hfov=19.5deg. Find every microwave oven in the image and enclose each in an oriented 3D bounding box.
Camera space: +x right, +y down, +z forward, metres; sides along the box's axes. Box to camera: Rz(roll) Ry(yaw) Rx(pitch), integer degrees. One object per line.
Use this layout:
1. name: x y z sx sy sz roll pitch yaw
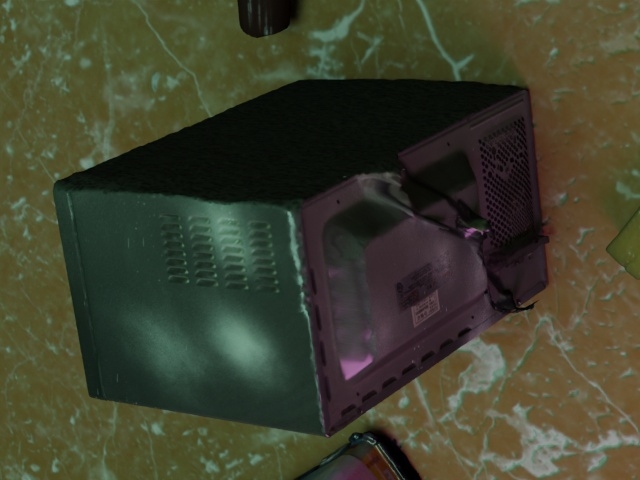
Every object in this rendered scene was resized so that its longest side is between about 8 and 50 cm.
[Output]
1. microwave oven: 0.000 0.000 1.933 0.374 0.432 0.236 6 112 35

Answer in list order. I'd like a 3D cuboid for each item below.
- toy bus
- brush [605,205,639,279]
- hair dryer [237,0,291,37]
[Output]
1. toy bus: -0.042 0.393 2.308 0.386 0.162 0.171 -36 86 41
2. brush: 0.391 -0.041 1.877 0.103 0.047 0.233 43 127 15
3. hair dryer: -0.140 -0.427 2.103 0.340 0.123 0.312 35 137 34
